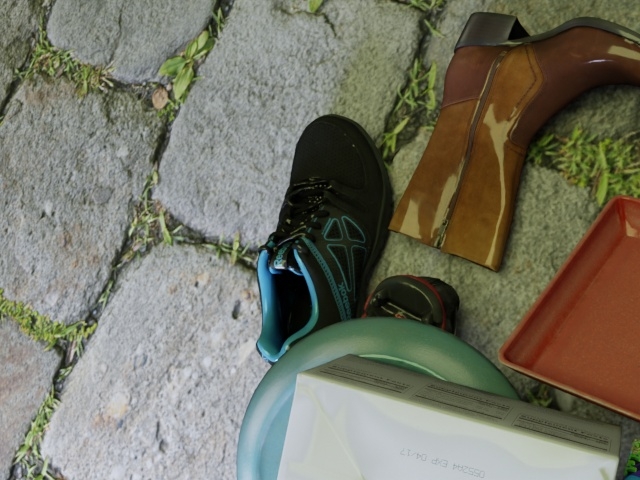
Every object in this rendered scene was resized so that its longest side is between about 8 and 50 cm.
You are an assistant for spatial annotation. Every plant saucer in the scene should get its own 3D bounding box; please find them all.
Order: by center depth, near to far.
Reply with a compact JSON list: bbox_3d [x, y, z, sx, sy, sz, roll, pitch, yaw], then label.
[{"bbox_3d":[0.339,0.082,0.912,0.258,0.047,0.259,20,51,33],"label":"plant saucer"},{"bbox_3d":[0.058,0.234,0.959,0.318,0.044,0.317,0,90,17],"label":"plant saucer"}]

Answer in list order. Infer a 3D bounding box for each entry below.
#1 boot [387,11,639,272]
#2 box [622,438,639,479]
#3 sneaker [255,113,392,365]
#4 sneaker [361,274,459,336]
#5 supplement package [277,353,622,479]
[{"bbox_3d":[0.221,-0.103,1.071,0.264,0.096,0.280,17,84,32],"label":"boot"},{"bbox_3d":[0.370,0.345,0.795,0.279,0.177,0.289,12,81,31],"label":"box"},{"bbox_3d":[0.000,0.000,1.137,0.125,0.140,0.340,-10,68,30],"label":"sneaker"},{"bbox_3d":[0.077,0.152,1.073,0.098,0.135,0.276,31,114,21],"label":"sneaker"},{"bbox_3d":[0.104,0.233,0.844,0.262,0.145,0.204,13,94,18],"label":"supplement package"}]
